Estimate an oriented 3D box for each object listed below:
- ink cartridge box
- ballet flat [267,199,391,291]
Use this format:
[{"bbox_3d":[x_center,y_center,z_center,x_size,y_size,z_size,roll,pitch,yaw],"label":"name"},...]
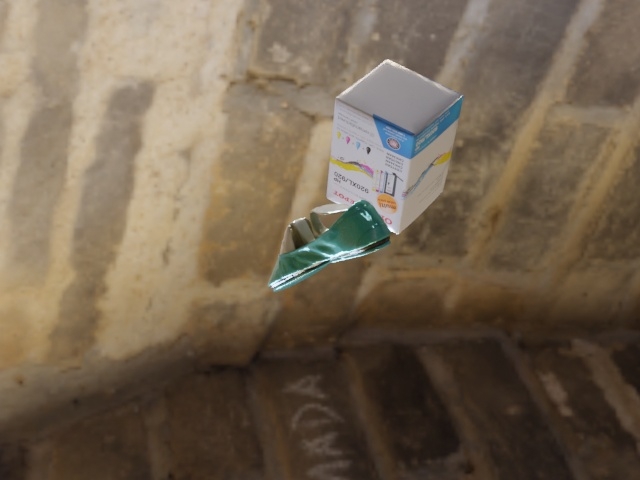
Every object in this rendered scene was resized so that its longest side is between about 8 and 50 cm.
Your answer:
[{"bbox_3d":[0.130,-0.169,1.895,0.171,0.168,0.233,29,138,23],"label":"ink cartridge box"},{"bbox_3d":[0.000,0.000,1.449,0.247,0.083,0.087,-25,88,48],"label":"ballet flat"}]
